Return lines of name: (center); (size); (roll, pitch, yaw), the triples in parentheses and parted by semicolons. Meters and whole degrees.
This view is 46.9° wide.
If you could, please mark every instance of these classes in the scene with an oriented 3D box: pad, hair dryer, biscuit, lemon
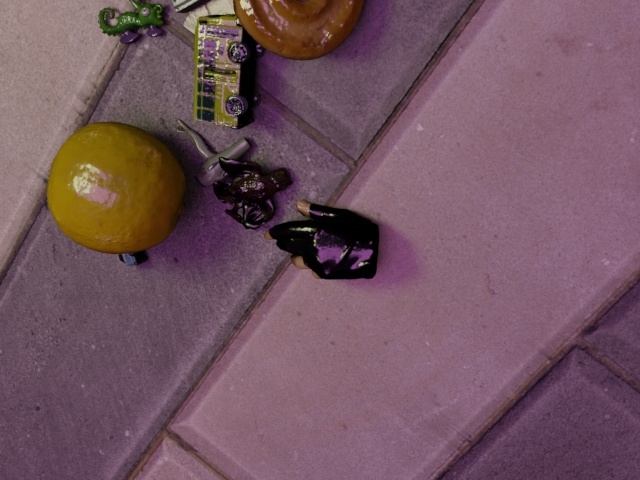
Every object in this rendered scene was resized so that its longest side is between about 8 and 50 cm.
pad: (-0.247, -0.568, 1.777); (0.113, 0.006, 0.187); (35, 115, 3)
hair dryer: (-0.266, -0.252, 1.867); (0.167, 0.067, 0.199); (-24, 84, 13)
biscuit: (-0.046, -0.545, 1.613); (0.296, 0.102, 0.296); (-1, 98, -8)
lemon: (-0.498, -0.126, 1.819); (0.348, 0.348, 0.347); (5, 108, 15)

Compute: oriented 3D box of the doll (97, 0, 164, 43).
doll: (-0.470, -0.548, 1.828); (0.190, 0.050, 0.115); (-9, 107, 21)

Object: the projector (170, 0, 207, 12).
projector: (-0.301, -0.619, 1.742); (0.147, 0.061, 0.115); (-22, 98, 26)

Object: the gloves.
gloves: (0.002, -0.001, 1.812); (0.301, 0.152, 0.197); (1, 80, 31)

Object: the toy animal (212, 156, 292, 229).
toy animal: (-0.170, -0.137, 1.847); (0.180, 0.116, 0.218); (-27, 124, -11)

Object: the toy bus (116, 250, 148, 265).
toy bus: (-0.526, 0.009, 2.009); (0.075, 0.060, 0.122); (-13, 100, 25)

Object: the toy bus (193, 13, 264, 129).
toy bus: (-0.223, -0.407, 1.749); (0.150, 0.128, 0.262); (9, 110, 12)
